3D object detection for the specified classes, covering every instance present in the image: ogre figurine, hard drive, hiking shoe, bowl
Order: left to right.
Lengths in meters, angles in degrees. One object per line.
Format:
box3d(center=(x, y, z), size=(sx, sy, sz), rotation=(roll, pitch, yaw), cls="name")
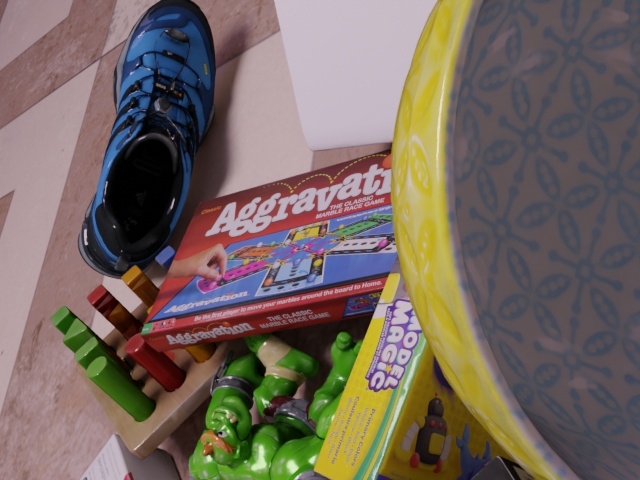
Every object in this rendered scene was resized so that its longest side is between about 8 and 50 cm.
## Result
box3d(center=(-0.156, -0.109, 0.923), size=(0.132, 0.113, 0.304), rotation=(168, 114, -66), cls="hiking shoe")
box3d(center=(-0.024, 0.127, 0.644), size=(0.197, 0.097, 0.118), rotation=(7, 54, 33), cls="ogre figurine")
box3d(center=(0.102, -0.177, 0.594), size=(0.318, 0.040, 0.210), rotation=(-2, 106, 39), cls="hard drive")
box3d(center=(0.143, -0.022, 0.413), size=(0.290, 0.289, 0.156), rotation=(-68, 18, -10), cls="bowl")

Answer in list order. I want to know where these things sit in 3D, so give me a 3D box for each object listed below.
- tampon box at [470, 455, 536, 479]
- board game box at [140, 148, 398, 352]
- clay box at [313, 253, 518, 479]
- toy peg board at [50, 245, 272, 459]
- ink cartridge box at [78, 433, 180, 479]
box3d(center=(0.084, 0.203, 0.433), size=(0.161, 0.120, 0.101), rotation=(-47, 39, 17), cls="tampon box")
box3d(center=(0.000, 0.000, 0.677), size=(0.281, 0.027, 0.145), rotation=(-13, 40, 32), cls="board game box")
box3d(center=(0.094, 0.048, 0.520), size=(0.053, 0.127, 0.222), rotation=(11, 75, 53), cls="clay box")
box3d(center=(-0.145, 0.072, 0.790), size=(0.160, 0.079, 0.161), rotation=(-44, 36, -9), cls="toy peg board")
box3d(center=(-0.176, 0.256, 0.755), size=(0.150, 0.063, 0.109), rotation=(-53, 37, 9), cls="ink cartridge box")
